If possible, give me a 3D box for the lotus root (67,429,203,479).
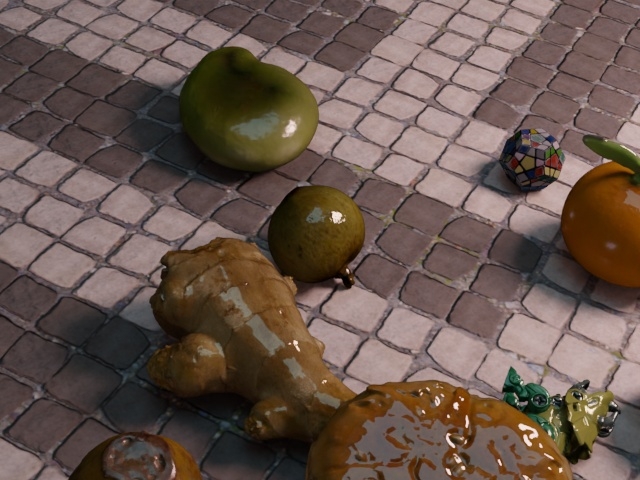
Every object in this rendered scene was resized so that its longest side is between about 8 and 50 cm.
[{"bbox_3d":[-0.214,0.319,1.281,0.188,0.180,0.199,-2,43,-14],"label":"lotus root"}]

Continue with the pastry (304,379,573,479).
[{"bbox_3d":[0.132,0.311,1.318,0.315,0.184,0.284,11,57,3],"label":"pastry"}]

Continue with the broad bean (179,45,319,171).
[{"bbox_3d":[-0.126,-0.229,1.917,0.238,0.119,0.291,-12,47,-19],"label":"broad bean"}]

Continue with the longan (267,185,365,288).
[{"bbox_3d":[0.000,0.000,1.680,0.154,0.145,0.176,-32,94,-13],"label":"longan"}]

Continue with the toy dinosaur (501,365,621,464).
[{"bbox_3d":[0.283,0.271,1.458,0.153,0.094,0.259,23,54,22],"label":"toy dinosaur"}]

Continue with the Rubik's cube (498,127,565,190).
[{"bbox_3d":[0.361,-0.138,1.895,0.093,0.111,0.111,-36,52,-2],"label":"Rubik's cube"}]

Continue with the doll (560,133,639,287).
[{"bbox_3d":[0.481,-0.047,1.706,0.213,0.236,0.213,0,47,0],"label":"doll"}]

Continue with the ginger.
[{"bbox_3d":[-0.097,0.145,1.489,0.236,0.166,0.375,-4,34,-34],"label":"ginger"}]
